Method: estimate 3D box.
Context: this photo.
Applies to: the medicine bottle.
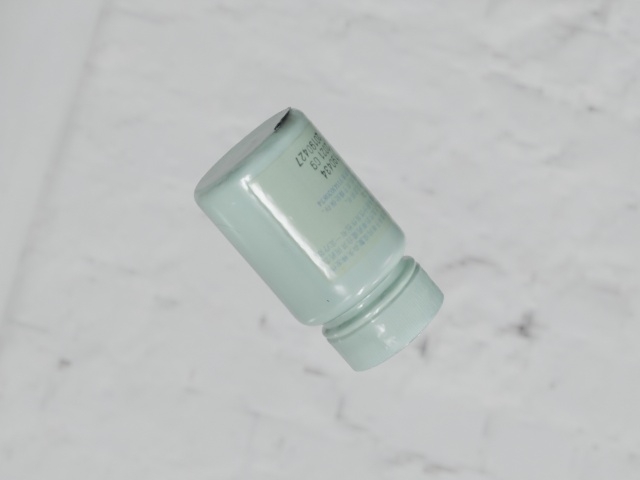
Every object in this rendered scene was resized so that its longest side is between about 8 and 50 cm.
[{"bbox_3d":[0.000,0.000,0.664,0.083,0.047,0.047,49,156,-12],"label":"medicine bottle"}]
